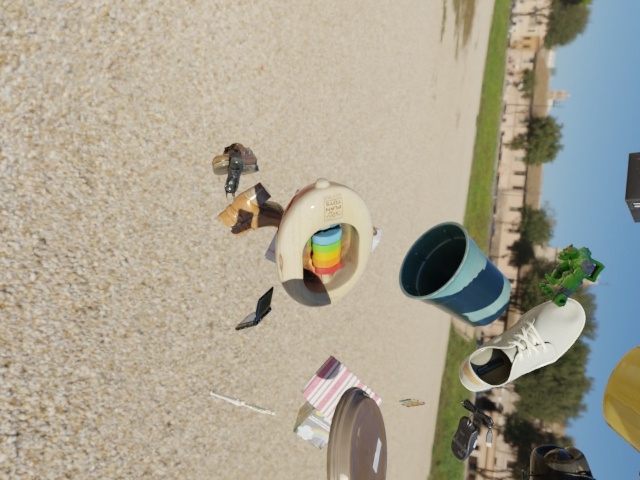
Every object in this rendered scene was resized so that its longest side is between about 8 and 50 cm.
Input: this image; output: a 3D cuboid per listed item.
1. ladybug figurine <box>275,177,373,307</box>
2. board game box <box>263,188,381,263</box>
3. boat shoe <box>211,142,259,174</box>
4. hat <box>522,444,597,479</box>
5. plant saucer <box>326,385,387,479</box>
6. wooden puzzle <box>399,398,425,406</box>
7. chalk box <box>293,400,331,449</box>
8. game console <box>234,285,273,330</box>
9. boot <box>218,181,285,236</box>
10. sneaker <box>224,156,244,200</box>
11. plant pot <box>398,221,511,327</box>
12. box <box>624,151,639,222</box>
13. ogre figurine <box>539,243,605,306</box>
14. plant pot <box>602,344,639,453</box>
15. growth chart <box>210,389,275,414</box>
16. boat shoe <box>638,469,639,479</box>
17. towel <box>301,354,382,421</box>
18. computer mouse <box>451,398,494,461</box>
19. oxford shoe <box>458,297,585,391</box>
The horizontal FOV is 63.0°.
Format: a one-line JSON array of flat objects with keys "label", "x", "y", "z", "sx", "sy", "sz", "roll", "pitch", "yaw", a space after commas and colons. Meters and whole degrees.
[{"label": "ladybug figurine", "x": 0.000, "y": 0.000, "z": 1.547, "sx": 0.162, "sy": 0.304, "sz": 0.450, "roll": -125, "pitch": -150, "yaw": -45}, {"label": "board game box", "x": 0.000, "y": 0.014, "z": 1.808, "sx": 0.318, "sy": 0.318, "sz": 0.066, "roll": -58, "pitch": -171, "yaw": 44}, {"label": "boat shoe", "x": -0.320, "y": -0.298, "z": 1.901, "sx": 0.307, "sy": 0.110, "sz": 0.105, "roll": -22, "pitch": 100, "yaw": -78}, {"label": "hat", "x": 0.656, "y": 0.636, "z": 1.436, "sx": 0.331, "sy": 0.330, "sz": 0.134, "roll": 47, "pitch": 40, "yaw": -68}, {"label": "plant saucer", "x": 0.085, "y": 0.446, "z": 1.081, "sx": 0.278, "sy": 0.041, "sz": 0.278, "roll": -7, "pitch": 90, "yaw": -67}, {"label": "wooden puzzle", "x": 0.243, "y": 0.429, "z": 1.385, "sx": 0.049, "sy": 0.083, "sz": 0.006, "roll": 25, "pitch": 55, "yaw": -27}, {"label": "chalk box", "x": 0.018, "y": 0.630, "z": 1.918, "sx": 0.213, "sy": 0.132, "sz": 0.132, "roll": -52, "pitch": -174, "yaw": 22}, {"label": "game console", "x": -0.186, "y": 0.192, "z": 1.481, "sx": 0.071, "sy": 0.107, "sz": 0.122, "roll": 70, "pitch": 20, "yaw": -8}, {"label": "boot", "x": -0.246, "y": -0.072, "z": 2.077, "sx": 0.283, "sy": 0.220, "sz": 0.109, "roll": 49, "pitch": 7, "yaw": -36}, {"label": "sneaker", "x": -0.295, "y": -0.206, "z": 1.773, "sx": 0.170, "sy": 0.051, "sz": 0.089, "roll": 123, "pitch": -22, "yaw": -66}, {"label": "plant pot", "x": 0.545, "y": 0.155, "z": 2.051, "sx": 0.334, "sy": 0.341, "sz": 0.341, "roll": 34, "pitch": 55, "yaw": -25}, {"label": "box", "x": 1.013, "y": -0.156, "z": 1.450, "sx": 0.143, "sy": 0.270, "sz": 0.165, "roll": 36, "pitch": 62, "yaw": -41}, {"label": "ogre figurine", "x": 0.578, "y": 0.075, "z": 1.205, "sx": 0.197, "sy": 0.097, "sz": 0.118, "roll": -2, "pitch": 134, "yaw": -52}, {"label": "plant pot", "x": 0.600, "y": 0.284, "z": 0.818, "sx": 0.253, "sy": 0.239, "sz": 0.254, "roll": -9, "pitch": 109, "yaw": -27}, {"label": "growth chart", "x": -0.244, "y": 0.527, "z": 1.684, "sx": 0.237, "sy": 0.171, "sz": 0.021, "roll": 48, "pitch": 55, "yaw": -54}, {"label": "boat shoe", "x": 0.871, "y": 0.616, "z": 1.335, "sx": 0.301, "sy": 0.102, "sz": 0.108, "roll": -43, "pitch": 119, "yaw": -2}, {"label": "towel", "x": 0.060, "y": 0.446, "z": 1.495, "sx": 0.144, "sy": 0.197, "sz": 0.029, "roll": -50, "pitch": 167, "yaw": -4}, {"label": "computer mouse", "x": 0.621, "y": 0.785, "z": 2.094, "sx": 0.060, "sy": 0.184, "sz": 0.262, "roll": 2, "pitch": 104, "yaw": -29}, {"label": "oxford shoe", "x": 0.637, "y": 0.328, "z": 1.632, "sx": 0.169, "sy": 0.449, "sz": 0.130, "roll": 58, "pitch": -1, "yaw": 23}]
